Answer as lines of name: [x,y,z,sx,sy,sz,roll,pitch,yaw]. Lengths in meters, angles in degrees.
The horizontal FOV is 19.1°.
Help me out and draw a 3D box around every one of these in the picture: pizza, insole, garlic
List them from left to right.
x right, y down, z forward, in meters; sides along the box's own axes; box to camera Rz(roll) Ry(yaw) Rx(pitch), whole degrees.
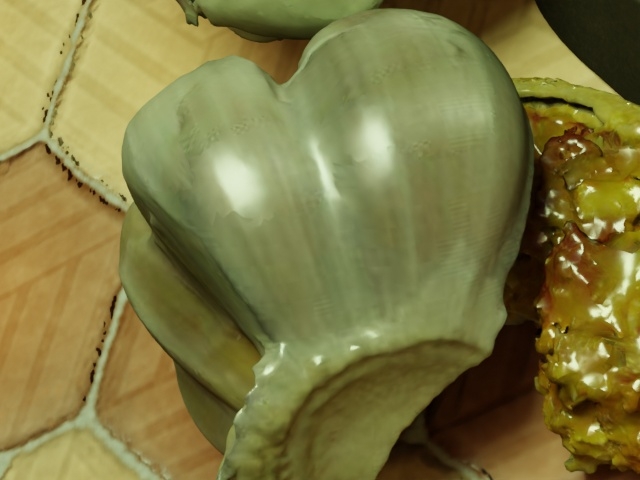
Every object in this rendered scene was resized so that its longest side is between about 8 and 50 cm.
garlic: [0.000,0.000,0.986,0.210,0.237,0.292,-10,46,-7]
pizza: [0.140,0.014,0.955,0.161,0.085,0.305,-42,48,7]
insole: [0.189,-0.074,0.967,0.007,0.111,0.328,-25,41,-14]

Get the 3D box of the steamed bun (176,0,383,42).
steamed bun: [-0.033,-0.252,1.076,0.320,0.206,0.275,-19,46,64]
